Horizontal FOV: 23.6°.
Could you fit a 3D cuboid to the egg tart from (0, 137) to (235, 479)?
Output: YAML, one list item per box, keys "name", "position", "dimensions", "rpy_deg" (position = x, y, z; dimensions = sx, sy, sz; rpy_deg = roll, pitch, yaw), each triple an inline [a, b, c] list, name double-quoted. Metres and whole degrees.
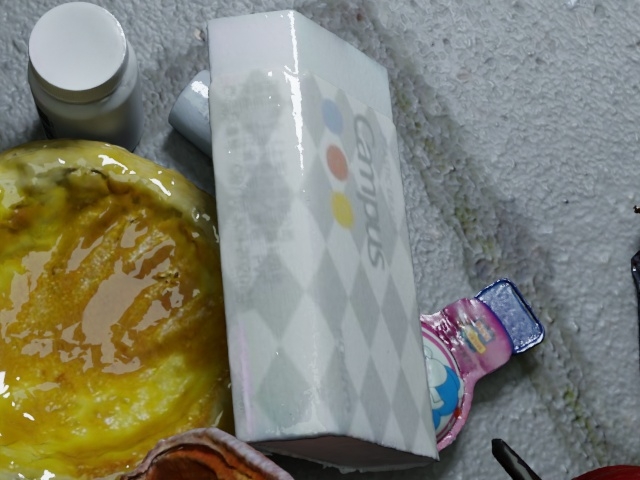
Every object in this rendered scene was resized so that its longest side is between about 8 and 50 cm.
- name: "egg tart"
  position: [-0.228, 0.096, 1.389]
  dimensions: [0.388, 0.169, 0.388]
  rpy_deg: [2, 69, -5]

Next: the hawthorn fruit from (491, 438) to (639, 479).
- name: "hawthorn fruit"
  position: [0.273, 0.303, 1.292]
  dimensions: [0.284, 0.285, 0.369]
  rpy_deg: [-37, 74, -14]

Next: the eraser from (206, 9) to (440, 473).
- name: "eraser"
  position: [0.001, 0.000, 1.378]
  dimensions: [0.082, 0.213, 0.397]
  rpy_deg: [-18, 66, 30]

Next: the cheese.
- name: "cheese"
  position: [0.098, 0.120, 1.454]
  dimensions: [0.244, 0.062, 0.155]
  rpy_deg: [-28, 74, -12]

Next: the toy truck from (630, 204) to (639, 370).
- name: "toy truck"
  position: [0.349, 0.047, 1.480]
  dimensions: [0.083, 0.092, 0.192]
  rpy_deg: [0, 80, -3]

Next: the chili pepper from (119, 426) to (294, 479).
- name: "chili pepper"
  position: [-0.069, 0.336, 1.220]
  dimensions: [0.229, 0.251, 0.305]
  rpy_deg: [-30, 118, -19]

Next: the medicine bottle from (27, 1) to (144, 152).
- name: "medicine bottle"
  position: [-0.222, -0.145, 1.453]
  dimensions: [0.102, 0.187, 0.103]
  rpy_deg: [1, 72, -3]

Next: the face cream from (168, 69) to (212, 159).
- name: "face cream"
  position: [-0.052, -0.089, 1.515]
  dimensions: [0.198, 0.057, 0.084]
  rpy_deg: [36, 73, 6]
